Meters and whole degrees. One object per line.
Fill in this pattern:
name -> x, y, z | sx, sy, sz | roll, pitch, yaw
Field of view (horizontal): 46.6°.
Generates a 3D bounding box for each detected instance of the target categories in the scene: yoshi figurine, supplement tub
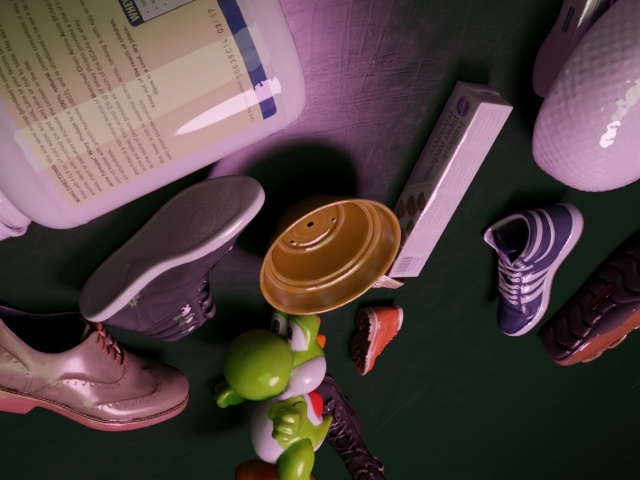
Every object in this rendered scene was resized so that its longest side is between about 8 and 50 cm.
yoshi figurine -> -0.088, 0.274, 1.200 | 0.204, 0.203, 0.362 | 7, 108, 6
supplement tub -> -0.201, -0.154, 0.686 | 0.325, 0.235, 0.235 | -26, 139, -7

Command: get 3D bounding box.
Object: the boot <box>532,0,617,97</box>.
boot -> 0.369, -0.284, 1.031 | 0.086, 0.069, 0.190 | -2, 130, -23

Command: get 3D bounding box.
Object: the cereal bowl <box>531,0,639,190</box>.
cereal bowl -> 0.476, -0.203, 1.071 | 0.339, 0.141, 0.339 | -29, 145, -23

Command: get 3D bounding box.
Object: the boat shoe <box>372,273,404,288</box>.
boat shoe -> 0.077, 0.053, 1.207 | 0.135, 0.050, 0.045 | 22, 120, -32

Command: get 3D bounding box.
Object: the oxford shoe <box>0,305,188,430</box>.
oxford shoe -> -0.315, 0.174, 1.031 | 0.348, 0.123, 0.130 | 18, 114, -43

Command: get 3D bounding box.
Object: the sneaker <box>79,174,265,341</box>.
sneaker -> -0.167, 0.030, 0.996 | 0.296, 0.104, 0.147 | -36, 141, 14

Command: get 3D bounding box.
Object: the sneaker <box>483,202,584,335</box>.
sneaker -> 0.348, 0.058, 1.332 | 0.153, 0.099, 0.282 | -4, 125, -35

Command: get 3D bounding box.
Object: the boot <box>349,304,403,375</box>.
boot -> 0.103, 0.179, 1.339 | 0.085, 0.059, 0.158 | -12, 135, -28

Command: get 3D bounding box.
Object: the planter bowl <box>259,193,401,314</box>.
planter bowl -> 0.000, 0.000, 1.071 | 0.217, 0.090, 0.217 | -16, 137, -16

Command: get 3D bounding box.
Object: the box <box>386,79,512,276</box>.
box -> 0.174, -0.082, 1.117 | 0.067, 0.063, 0.324 | -1, 131, -32

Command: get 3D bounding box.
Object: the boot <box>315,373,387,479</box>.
boot -> 0.052, 0.379, 1.369 | 0.091, 0.229, 0.263 | -37, 139, 6

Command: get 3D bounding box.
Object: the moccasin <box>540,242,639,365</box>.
moccasin -> 0.640, 0.133, 1.556 | 0.147, 0.139, 0.380 | 12, 123, -40
